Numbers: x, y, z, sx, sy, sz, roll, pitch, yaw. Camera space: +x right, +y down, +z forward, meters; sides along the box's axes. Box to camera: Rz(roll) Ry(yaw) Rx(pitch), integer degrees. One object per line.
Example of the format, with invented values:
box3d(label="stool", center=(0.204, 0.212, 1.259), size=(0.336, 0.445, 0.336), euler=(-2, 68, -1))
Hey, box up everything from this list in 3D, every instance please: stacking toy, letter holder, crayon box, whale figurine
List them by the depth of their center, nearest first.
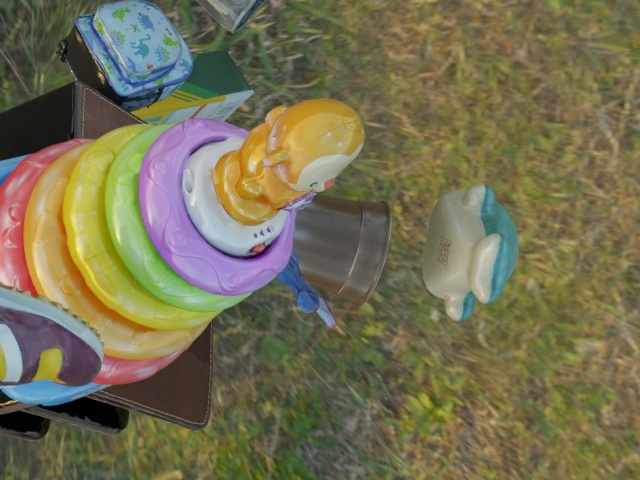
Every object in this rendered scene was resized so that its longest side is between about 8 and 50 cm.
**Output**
box3d(label="stacking toy", center=(-0.077, -0.015, 0.740), size=(0.175, 0.302, 0.166), euler=(-20, 88, -44))
box3d(label="letter holder", center=(-0.222, 0.037, 1.223), size=(0.214, 0.152, 0.302), euler=(29, 50, -52))
box3d(label="crayon box", center=(-0.265, -0.159, 1.727), size=(0.203, 0.323, 0.083), euler=(-38, 81, 34))
box3d(label="whale figurine", center=(0.250, 0.022, 1.916), size=(0.141, 0.272, 0.216), euler=(8, 97, -12))

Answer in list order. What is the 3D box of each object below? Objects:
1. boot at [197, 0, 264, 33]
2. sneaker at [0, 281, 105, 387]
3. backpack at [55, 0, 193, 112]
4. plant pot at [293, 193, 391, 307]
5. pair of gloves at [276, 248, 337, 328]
box3d(label="boot", center=(-0.143, -0.419, 1.743), size=(0.208, 0.076, 0.190), euler=(37, 98, 11))
box3d(label="sneaker", center=(-0.186, 0.057, 0.623), size=(0.185, 0.069, 0.084), euler=(34, 64, -48))
box3d(label="backpack", center=(-0.185, -0.185, 1.250), size=(0.114, 0.084, 0.105), euler=(-23, 78, -47))
box3d(label="plant pot", center=(0.000, 0.000, 1.874), size=(0.165, 0.167, 0.167), euler=(15, 93, -12))
box3d(label="pair of gloves", center=(-0.044, 0.011, 1.291), size=(0.023, 0.198, 0.159), euler=(-33, 138, 4))
